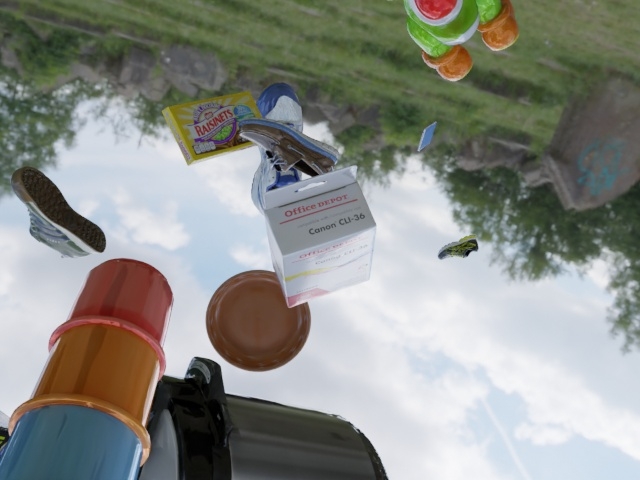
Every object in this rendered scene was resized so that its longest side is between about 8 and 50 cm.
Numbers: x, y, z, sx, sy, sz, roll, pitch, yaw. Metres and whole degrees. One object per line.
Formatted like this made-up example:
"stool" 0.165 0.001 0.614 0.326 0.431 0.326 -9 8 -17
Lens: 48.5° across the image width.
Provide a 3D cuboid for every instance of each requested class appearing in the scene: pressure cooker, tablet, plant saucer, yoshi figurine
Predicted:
"pressure cooker" -0.153 0.386 0.987 0.421 0.375 0.369 18 -140 -32
"tablet" 0.236 -0.232 1.574 0.006 0.054 0.083 24 -151 17
"plant saucer" -0.118 0.151 1.357 0.200 0.199 0.037 17 -172 -7
"yoshi figurine" 0.134 -0.411 1.041 0.203 0.203 0.362 13 165 46

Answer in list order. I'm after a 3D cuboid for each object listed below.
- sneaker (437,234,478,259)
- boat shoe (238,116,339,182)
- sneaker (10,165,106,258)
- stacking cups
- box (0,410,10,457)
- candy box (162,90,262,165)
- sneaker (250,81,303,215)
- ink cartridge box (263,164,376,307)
"sneaker" 0.259 0.020 1.337 0.031 0.083 0.035 19 -134 -54
"boat shoe" -0.056 -0.150 1.196 0.183 0.066 0.066 18 164 -18
"sneaker" -0.427 -0.031 1.106 0.192 0.086 0.064 53 -151 -43
"stacking cups" -0.144 0.136 0.381 0.096 0.096 0.316 15 -144 -12
"box" -0.537 0.197 0.916 0.270 0.060 0.216 25 167 25
"candy box" -0.181 -0.206 1.278 0.206 0.027 0.105 -27 -92 -48
"sneaker" -0.073 -0.171 1.460 0.112 0.296 0.131 -8 -149 -20
"ink cartridge box" 0.000 0.000 0.839 0.115 0.198 0.067 -19 -116 -8
